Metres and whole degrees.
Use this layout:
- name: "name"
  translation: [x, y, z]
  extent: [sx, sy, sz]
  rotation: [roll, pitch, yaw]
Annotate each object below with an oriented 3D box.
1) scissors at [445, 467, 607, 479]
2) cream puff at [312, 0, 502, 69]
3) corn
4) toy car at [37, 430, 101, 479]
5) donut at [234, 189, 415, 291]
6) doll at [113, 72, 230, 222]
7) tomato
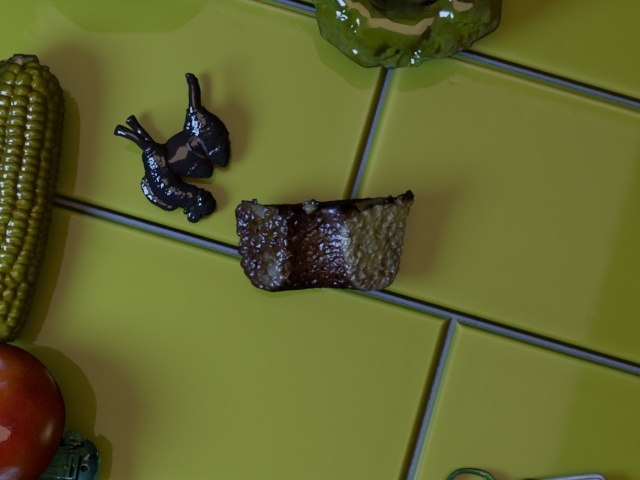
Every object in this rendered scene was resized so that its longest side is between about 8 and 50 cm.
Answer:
- name: "scissors"
  translation: [0.258, 0.319, 1.497]
  extent: [0.204, 0.027, 0.101]
  rotation: [-12, 88, -1]
- name: "cream puff"
  translation: [0.101, -0.345, 1.482]
  extent: [0.282, 0.185, 0.281]
  rotation: [0, 81, -2]
- name: "corn"
  translation: [-0.385, -0.052, 1.473]
  extent: [0.120, 0.120, 0.363]
  rotation: [7, 88, -1]
- name: "toy car"
  translation: [-0.357, 0.278, 1.464]
  extent: [0.186, 0.058, 0.093]
  rotation: [0, 62, 11]
- name: "donut"
  translation: [0.007, 0.000, 1.485]
  extent: [0.187, 0.144, 0.126]
  rotation: [0, 90, -32]
- name: "doll"
  translation: [-0.173, -0.109, 1.515]
  extent: [0.139, 0.057, 0.165]
  rotation: [-33, 95, -6]
- name: "tomato"
  translation: [-0.391, 0.211, 1.397]
  extent: [0.195, 0.136, 0.195]
  rotation: [-5, 57, 9]
